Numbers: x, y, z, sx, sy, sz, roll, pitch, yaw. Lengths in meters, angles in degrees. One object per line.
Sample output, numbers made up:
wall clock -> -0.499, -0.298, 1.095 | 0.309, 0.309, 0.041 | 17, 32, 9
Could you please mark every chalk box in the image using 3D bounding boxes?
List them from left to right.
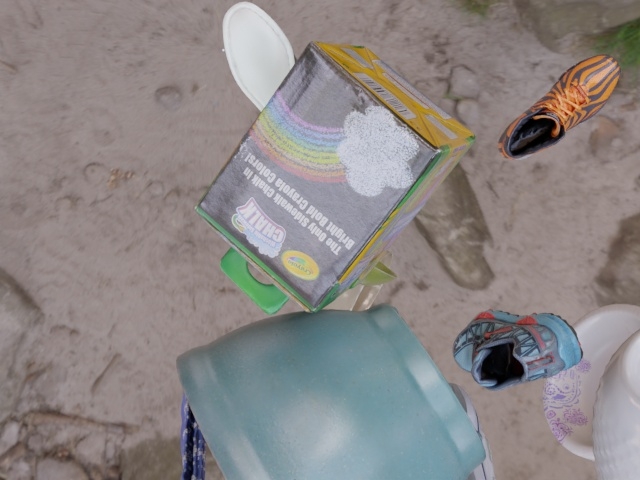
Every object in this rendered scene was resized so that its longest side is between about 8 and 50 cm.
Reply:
chalk box -> 0.001, -0.037, 0.709 | 0.132, 0.132, 0.213 | 42, 113, 9

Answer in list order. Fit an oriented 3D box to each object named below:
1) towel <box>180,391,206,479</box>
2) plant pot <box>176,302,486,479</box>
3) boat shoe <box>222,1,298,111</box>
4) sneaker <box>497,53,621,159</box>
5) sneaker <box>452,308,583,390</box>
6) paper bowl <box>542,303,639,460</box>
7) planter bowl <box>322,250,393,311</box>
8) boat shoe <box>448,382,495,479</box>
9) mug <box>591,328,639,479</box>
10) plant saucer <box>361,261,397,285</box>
towel -> -0.167, 0.339, 1.083 | 0.040, 0.336, 0.243 | 3, 134, -8
plant pot -> 0.027, 0.180, 0.808 | 0.196, 0.293, 0.293 | -32, 104, -4
boat shoe -> -0.073, -0.270, 1.494 | 0.109, 0.091, 0.305 | -27, 112, 9
sneaker -> 0.532, -0.280, 1.900 | 0.321, 0.180, 0.124 | -43, 92, 12
sneaker -> 0.259, 0.166, 1.300 | 0.125, 0.262, 0.104 | -23, 90, -27
paper bowl -> 0.551, 0.267, 1.559 | 0.148, 0.284, 0.284 | 25, 99, -25
planter bowl -> 0.044, 0.068, 1.576 | 0.109, 0.162, 0.162 | 29, 99, 16
boat shoe -> 0.196, 0.302, 1.207 | 0.083, 0.226, 0.076 | -31, 121, 24
mug -> 0.507, 0.289, 1.098 | 0.276, 0.374, 0.328 | -24, 130, 2
plant saucer -> 0.000, 0.000, 1.243 | 0.241, 0.241, 0.037 | 32, 95, -12
